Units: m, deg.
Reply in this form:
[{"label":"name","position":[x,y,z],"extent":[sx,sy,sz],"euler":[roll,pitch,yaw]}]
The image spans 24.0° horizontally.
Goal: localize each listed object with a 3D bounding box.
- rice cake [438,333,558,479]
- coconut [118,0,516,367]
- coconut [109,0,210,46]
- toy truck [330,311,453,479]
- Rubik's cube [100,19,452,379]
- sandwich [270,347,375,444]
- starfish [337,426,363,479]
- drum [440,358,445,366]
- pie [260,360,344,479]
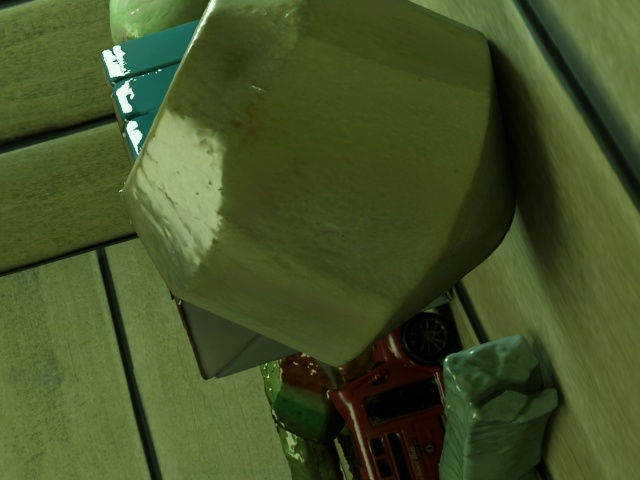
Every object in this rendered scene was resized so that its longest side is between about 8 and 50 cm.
[{"label":"rice cake","position":[0.122,0.161,1.096],"extent":[0.336,0.066,0.063],"euler":[82,170,-63]},{"label":"coconut","position":[0.008,-0.043,0.899],"extent":[0.241,0.241,0.241],"euler":[164,90,-85]},{"label":"coconut","position":[-0.178,-0.323,2.098],"extent":[0.204,0.236,0.236],"euler":[29,-148,-45]},{"label":"toy truck","position":[0.082,0.178,1.303],"extent":[0.107,0.114,0.253],"euler":[105,148,-82]},{"label":"Rubik's cube","position":[-0.039,-0.055,1.261],"extent":[0.225,0.231,0.221],"euler":[-118,12,-57]},{"label":"sandwich","position":[0.020,0.155,1.647],"extent":[0.250,0.162,0.301],"euler":[-121,13,-56]},{"label":"starfish","position":[0.062,0.280,2.018],"extent":[0.301,0.084,0.294],"euler":[-114,4,-77]},{"label":"drum","position":[0.095,0.167,1.484],"extent":[0.253,0.049,0.130],"euler":[85,167,-64]},{"label":"pie","position":[-0.029,0.231,2.040],"extent":[0.306,0.071,0.306],"euler":[-18,-90,-87]}]
